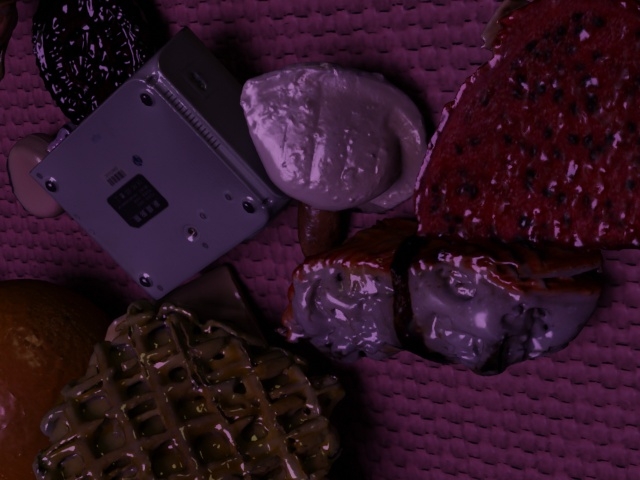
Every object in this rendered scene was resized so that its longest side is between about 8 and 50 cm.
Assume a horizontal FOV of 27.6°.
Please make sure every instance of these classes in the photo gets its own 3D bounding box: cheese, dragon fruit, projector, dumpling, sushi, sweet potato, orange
[{"bbox_3d":[-0.317,-0.092,1.521,0.092,0.047,0.171,41,141,15],"label":"cheese"},{"bbox_3d":[0.237,-0.098,1.040,0.317,0.152,0.205,4,98,45],"label":"dragon fruit"},{"bbox_3d":[-0.156,-0.069,1.344,0.198,0.108,0.250,47,133,-12],"label":"projector"},{"bbox_3d":[0.019,-0.102,1.234,0.150,0.092,0.176,-40,86,18],"label":"dumpling"},{"bbox_3d":[0.104,0.053,1.207,0.332,0.124,0.130,4,108,39],"label":"sushi"},{"bbox_3d":[0.000,0.000,1.329,0.049,0.049,0.117,24,132,30],"label":"sweet potato"},{"bbox_3d":[-0.353,0.181,1.536,0.274,0.274,0.274,16,117,34],"label":"orange"}]

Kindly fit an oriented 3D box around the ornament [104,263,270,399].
[{"bbox_3d":[-0.133,0.110,1.431,0.201,0.059,0.180,16,84,7],"label":"ornament"}]

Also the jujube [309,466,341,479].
[{"bbox_3d":[-0.062,0.341,1.416,0.213,0.213,0.232,21,118,32],"label":"jujube"}]

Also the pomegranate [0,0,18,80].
[{"bbox_3d":[-0.358,-0.309,1.382,0.204,0.222,0.277,-22,110,8],"label":"pomegranate"}]

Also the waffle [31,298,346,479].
[{"bbox_3d":[-0.136,0.211,1.324,0.317,0.297,0.073,18,158,18],"label":"waffle"}]

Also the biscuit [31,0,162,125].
[{"bbox_3d":[-0.245,-0.207,1.431,0.194,0.053,0.195,16,118,34],"label":"biscuit"}]
